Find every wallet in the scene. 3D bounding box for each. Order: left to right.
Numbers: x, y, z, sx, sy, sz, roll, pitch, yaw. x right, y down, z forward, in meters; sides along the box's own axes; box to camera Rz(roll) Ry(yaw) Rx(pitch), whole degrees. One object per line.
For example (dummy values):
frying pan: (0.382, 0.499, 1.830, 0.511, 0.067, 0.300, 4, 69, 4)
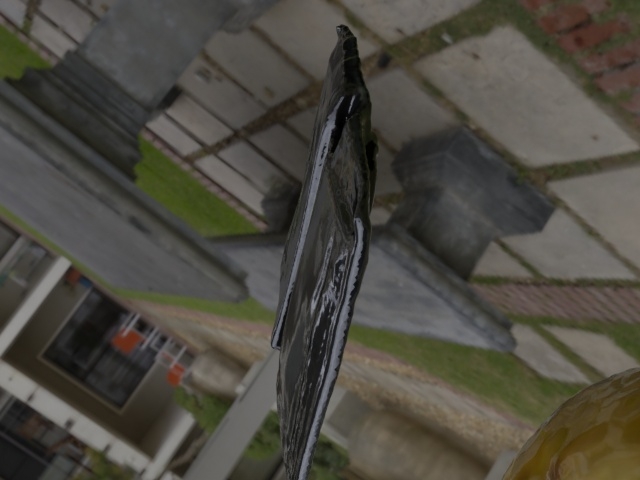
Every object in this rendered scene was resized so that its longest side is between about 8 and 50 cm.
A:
wallet: (0.000, 0.000, 0.671, 0.041, 0.247, 0.323, 10, -151, -10)

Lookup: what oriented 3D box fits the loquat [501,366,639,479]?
loquat: (0.197, 0.177, 0.360, 0.275, 0.275, 0.275, 32, 166, 9)
